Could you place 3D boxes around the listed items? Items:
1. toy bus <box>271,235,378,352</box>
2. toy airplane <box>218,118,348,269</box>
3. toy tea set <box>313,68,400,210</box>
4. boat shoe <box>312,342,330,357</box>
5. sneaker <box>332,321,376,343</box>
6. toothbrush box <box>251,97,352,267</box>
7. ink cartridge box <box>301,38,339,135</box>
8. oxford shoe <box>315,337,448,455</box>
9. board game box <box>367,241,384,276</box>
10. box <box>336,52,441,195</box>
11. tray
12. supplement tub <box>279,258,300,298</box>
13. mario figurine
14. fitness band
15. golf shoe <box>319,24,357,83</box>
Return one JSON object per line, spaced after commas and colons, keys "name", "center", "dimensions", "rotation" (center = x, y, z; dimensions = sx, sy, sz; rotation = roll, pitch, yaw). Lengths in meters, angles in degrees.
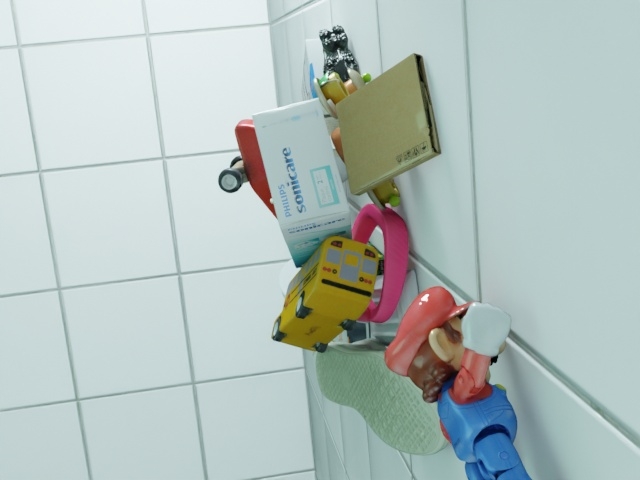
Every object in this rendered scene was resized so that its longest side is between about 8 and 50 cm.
{"name": "toy bus", "center": [0.000, 0.113, 1.592], "dimensions": [0.332, 0.108, 0.130], "rotation": [129, 154, -64]}
{"name": "toy airplane", "center": [-0.026, -0.102, 2.027], "dimensions": [0.384, 0.272, 0.386], "rotation": [29, -149, -52]}
{"name": "toy tea set", "center": [0.090, -0.225, 1.559], "dimensions": [0.200, 0.124, 0.336], "rotation": [47, -160, -47]}
{"name": "boat shoe", "center": [0.029, 0.268, 2.371], "dimensions": [0.340, 0.127, 0.113], "rotation": [-99, 32, -89]}
{"name": "sneaker", "center": [0.049, 0.162, 2.048], "dimensions": [0.321, 0.127, 0.126], "rotation": [-123, 26, -77]}
{"name": "toothbrush box", "center": [-0.026, -0.094, 1.540], "dimensions": [0.295, 0.126, 0.216], "rotation": [73, -177, -74]}
{"name": "ink cartridge box", "center": [0.009, -0.358, 1.997], "dimensions": [0.203, 0.086, 0.148], "rotation": [100, 161, -64]}
{"name": "oxford shoe", "center": [0.129, 0.274, 1.583], "dimensions": [0.449, 0.130, 0.169], "rotation": [-168, 76, -67]}
{"name": "board game box", "center": [0.109, 0.073, 1.870], "dimensions": [0.259, 0.030, 0.136], "rotation": [-128, 29, -76]}
{"name": "box", "center": [0.102, -0.179, 1.334], "dimensions": [0.201, 0.021, 0.164], "rotation": [-25, 69, 51]}
{"name": "tray", "center": [0.135, 0.135, 1.615], "dimensions": [0.270, 0.030, 0.145], "rotation": [156, 107, -76]}
{"name": "supplement tub", "center": [-0.019, 0.131, 2.239], "dimensions": [0.199, 0.144, 0.144], "rotation": [49, -153, -61]}
{"name": "mario figurine", "center": [0.209, 0.190, 1.023], "dimensions": [0.198, 0.170, 0.320], "rotation": [-45, 55, 34]}
{"name": "fitness band", "center": [0.102, 0.041, 1.602], "dimensions": [0.291, 0.054, 0.209], "rotation": [-126, 49, -73]}
{"name": "golf shoe", "center": [0.044, -0.370, 1.824], "dimensions": [0.094, 0.077, 0.198], "rotation": [75, -170, -57]}
